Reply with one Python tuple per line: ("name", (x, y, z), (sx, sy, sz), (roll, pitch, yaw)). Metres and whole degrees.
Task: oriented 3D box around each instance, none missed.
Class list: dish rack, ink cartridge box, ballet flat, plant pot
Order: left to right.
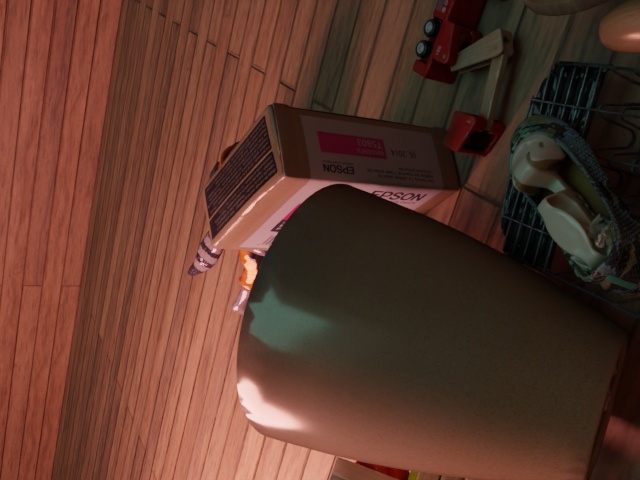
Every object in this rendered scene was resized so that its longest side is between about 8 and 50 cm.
("ink cartridge box", (0.008, -0.060, 0.783), (0.193, 0.235, 0.088), (-38, 56, 52))
("plant pot", (0.111, 0.102, 0.595), (0.274, 0.256, 0.256), (16, 102, 29))
("ballet flat", (0.188, -0.038, 0.523), (0.070, 0.070, 0.188), (-62, 37, 35))
("dish rack", (0.262, -0.037, 0.531), (0.271, 0.074, 0.208), (33, 114, 56))

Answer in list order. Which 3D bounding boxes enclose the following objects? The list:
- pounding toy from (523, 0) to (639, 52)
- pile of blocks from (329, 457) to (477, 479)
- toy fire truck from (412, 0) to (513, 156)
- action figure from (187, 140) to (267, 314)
("pounding toy", (0.235, -0.236, 0.518), (0.154, 0.155, 0.269), (0, 57, 48))
("pile of blocks", (0.154, 0.269, 0.661), (0.362, 0.149, 0.112), (-7, 51, 51))
("toy fire truck", (0.163, -0.202, 0.722), (0.135, 0.047, 0.192), (49, 127, 48))
("action figure", (-0.109, -0.007, 0.993), (0.330, 0.179, 0.341), (105, 169, -52))
